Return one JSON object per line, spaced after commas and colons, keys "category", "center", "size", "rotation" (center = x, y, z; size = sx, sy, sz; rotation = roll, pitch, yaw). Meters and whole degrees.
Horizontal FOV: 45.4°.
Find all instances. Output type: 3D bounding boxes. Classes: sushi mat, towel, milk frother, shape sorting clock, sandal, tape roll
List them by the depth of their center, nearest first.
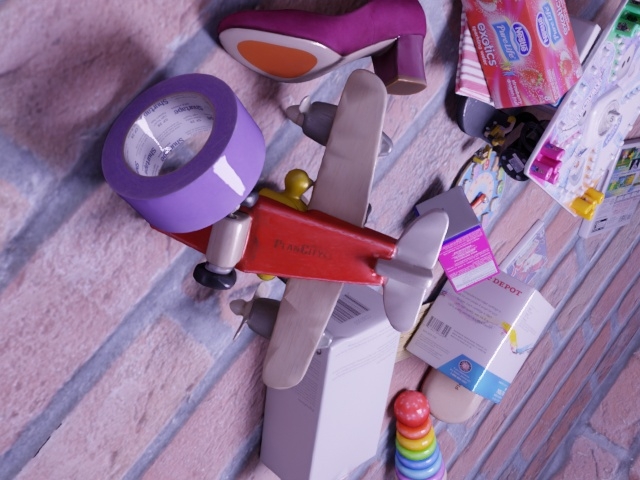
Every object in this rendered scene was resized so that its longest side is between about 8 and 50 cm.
{"category": "tape roll", "center": [-0.169, -0.110, 0.948], "size": [0.189, 0.189, 0.080], "rotation": [-51, 145, -11]}
{"category": "towel", "center": [0.300, -0.355, 1.414], "size": [0.144, 0.029, 0.197], "rotation": [6, 88, -44]}
{"category": "sandal", "center": [0.320, -0.255, 1.558], "size": [0.097, 0.054, 0.254], "rotation": [-55, 155, 7]}
{"category": "milk frother", "center": [0.477, -0.218, 1.664], "size": [0.134, 0.143, 0.129], "rotation": [-39, 110, -27]}
{"category": "shape sorting clock", "center": [0.355, -0.100, 1.712], "size": [0.206, 0.040, 0.206], "rotation": [-30, 136, -34]}
{"category": "sushi mat", "center": [0.234, 0.211, 1.811], "size": [0.316, 0.019, 0.151], "rotation": [-11, 122, -47]}

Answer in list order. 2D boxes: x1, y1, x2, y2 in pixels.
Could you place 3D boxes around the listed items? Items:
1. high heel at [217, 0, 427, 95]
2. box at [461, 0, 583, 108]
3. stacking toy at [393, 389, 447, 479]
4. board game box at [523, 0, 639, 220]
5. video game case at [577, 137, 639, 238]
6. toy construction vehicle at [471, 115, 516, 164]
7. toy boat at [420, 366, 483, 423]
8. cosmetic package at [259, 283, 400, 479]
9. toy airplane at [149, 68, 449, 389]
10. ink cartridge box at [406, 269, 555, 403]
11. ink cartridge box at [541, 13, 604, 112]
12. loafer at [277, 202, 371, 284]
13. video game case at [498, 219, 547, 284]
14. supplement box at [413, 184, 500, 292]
{"category": "high heel", "center": [0.007, -0.326, 1.120], "size": [0.377, 0.127, 0.181], "rotation": [3, 76, -43]}
{"category": "box", "center": [0.355, -0.377, 1.357], "size": [0.122, 0.128, 0.257], "rotation": [-41, 119, -34]}
{"category": "stacking toy", "center": [0.249, 0.509, 1.961], "size": [0.141, 0.141, 0.330], "rotation": [-34, 133, -30]}
{"category": "board game box", "center": [0.600, -0.253, 1.600], "size": [0.390, 0.050, 0.390], "rotation": [20, 101, -56]}
{"category": "video game case", "center": [0.925, -0.168, 2.353], "size": [0.329, 0.036, 0.300], "rotation": [-13, 125, -44]}
{"category": "toy construction vehicle", "center": [0.362, -0.206, 1.585], "size": [0.098, 0.035, 0.086], "rotation": [-37, 152, -27]}
{"category": "toy boat", "center": [0.356, 0.359, 1.990], "size": [0.231, 0.151, 0.151], "rotation": [-60, 174, 1]}
{"category": "cosmetic package", "center": [0.017, 0.289, 1.495], "size": [0.217, 0.156, 0.385], "rotation": [-19, 130, -42]}
{"category": "toy airplane", "center": [-0.007, -0.010, 1.146], "size": [0.386, 0.272, 0.384], "rotation": [-32, 113, -2]}
{"category": "ink cartridge box", "center": [0.379, 0.206, 1.797], "size": [0.270, 0.198, 0.197], "rotation": [-58, 144, -1]}
{"category": "ink cartridge box", "center": [0.494, -0.356, 1.581], "size": [0.232, 0.168, 0.171], "rotation": [10, 108, -53]}
{"category": "loafer", "center": [0.000, 0.000, 1.339], "size": [0.220, 0.080, 0.078], "rotation": [-38, 149, -19]}
{"category": "video game case", "center": [0.549, 0.069, 2.083], "size": [0.201, 0.023, 0.183], "rotation": [-47, 143, -17]}
{"category": "supplement box", "center": [0.291, 0.002, 1.618], "size": [0.113, 0.111, 0.220], "rotation": [-25, 144, 8]}
